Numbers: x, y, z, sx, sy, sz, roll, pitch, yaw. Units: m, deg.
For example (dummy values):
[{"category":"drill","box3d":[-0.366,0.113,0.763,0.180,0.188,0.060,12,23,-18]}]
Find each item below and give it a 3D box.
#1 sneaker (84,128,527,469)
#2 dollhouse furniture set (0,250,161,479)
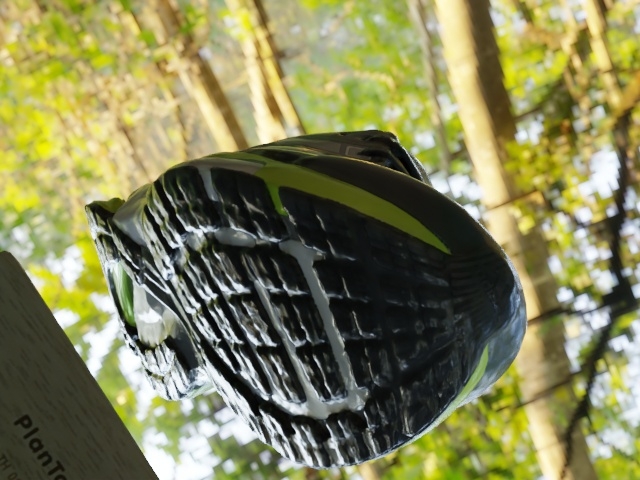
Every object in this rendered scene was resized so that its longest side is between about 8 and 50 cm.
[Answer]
[{"category":"sneaker","box3d":[0.000,0.000,0.560,0.121,0.111,0.300,-26,-167,-18]},{"category":"dollhouse furniture set","box3d":[-0.198,0.163,0.325,0.355,0.303,0.174,-33,178,-38]}]
